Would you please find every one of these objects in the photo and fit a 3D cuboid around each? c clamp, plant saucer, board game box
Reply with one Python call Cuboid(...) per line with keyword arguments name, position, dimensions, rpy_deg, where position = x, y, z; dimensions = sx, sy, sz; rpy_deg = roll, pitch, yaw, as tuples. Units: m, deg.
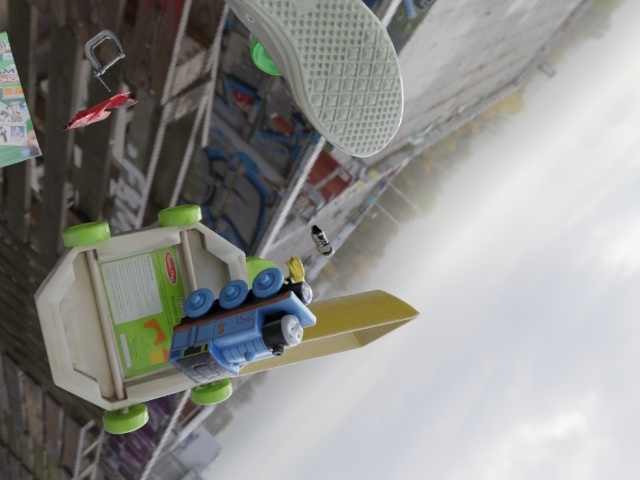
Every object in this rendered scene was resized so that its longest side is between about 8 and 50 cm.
Cuboid(name="c clamp", position=(-0.620, -0.528, 2.031), dimensions=(0.022, 0.137, 0.160), rpy_deg=(-12, -141, 38))
Cuboid(name="plant saucer", position=(-0.011, 0.185, 1.435), dimensions=(0.333, 0.081, 0.333), rpy_deg=(-10, 164, -21))
Cuboid(name="board game box", position=(-0.604, -0.195, 1.088), dimensions=(0.046, 0.213, 0.317), rpy_deg=(2, -159, 33))

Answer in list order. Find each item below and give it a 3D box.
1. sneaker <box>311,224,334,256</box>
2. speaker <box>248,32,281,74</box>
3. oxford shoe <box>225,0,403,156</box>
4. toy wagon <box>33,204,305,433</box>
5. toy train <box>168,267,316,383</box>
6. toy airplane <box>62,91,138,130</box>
Cuboid(name="sneaker", position=(0.000, 0.000, 1.497), dimensions=(0.032, 0.083, 0.037), rpy_deg=(-27, 140, -13))
Cuboid(name="speaker", position=(-0.087, -0.498, 1.515), dimensions=(0.131, 0.131, 0.296), rpy_deg=(123, -27, -52))
Cuboid(name="oxford shoe", position=(-0.019, -0.303, 1.007), dimensions=(0.169, 0.130, 0.449), rpy_deg=(-44, 127, -3))
Cuboid(name="toy wagon", position=(-0.184, 0.090, 0.929), dimensions=(0.344, 0.267, 0.068), rpy_deg=(-13, -167, -24))
Cuboid(name="toy train", position=(-0.094, 0.104, 0.845), dimensions=(0.184, 0.105, 0.080), rpy_deg=(-17, 138, 21))
Cuboid(name="toy airplane", position=(-0.397, -0.231, 1.256), dimensions=(0.151, 0.028, 0.151), rpy_deg=(-22, -168, 5))
